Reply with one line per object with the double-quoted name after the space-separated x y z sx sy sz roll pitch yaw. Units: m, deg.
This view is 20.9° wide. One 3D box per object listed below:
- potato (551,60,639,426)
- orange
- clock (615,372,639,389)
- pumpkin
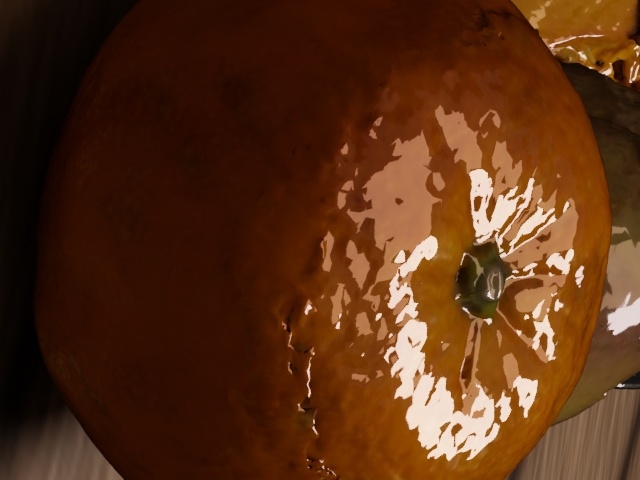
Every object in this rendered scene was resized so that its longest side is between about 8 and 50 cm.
0.111 0.008 1.032 0.301 0.237 0.288 66 40 -50 "potato"
0.000 0.000 0.790 0.284 0.226 0.284 -13 108 -46 "orange"
0.215 0.030 1.353 0.040 0.184 0.184 -55 177 41 "clock"
0.157 -0.078 1.276 0.148 0.169 0.312 168 -87 -76 "pumpkin"
